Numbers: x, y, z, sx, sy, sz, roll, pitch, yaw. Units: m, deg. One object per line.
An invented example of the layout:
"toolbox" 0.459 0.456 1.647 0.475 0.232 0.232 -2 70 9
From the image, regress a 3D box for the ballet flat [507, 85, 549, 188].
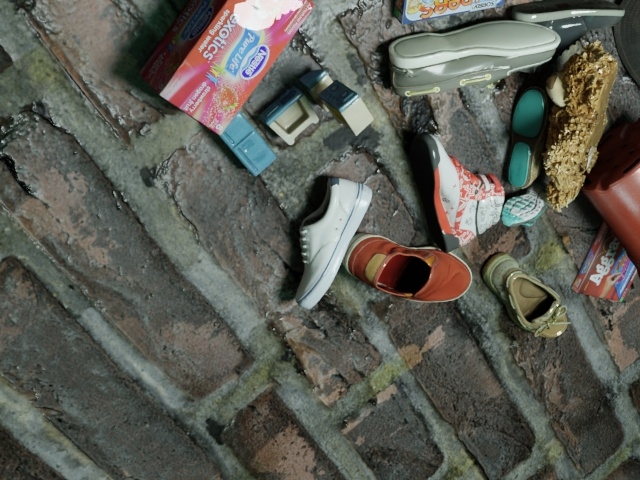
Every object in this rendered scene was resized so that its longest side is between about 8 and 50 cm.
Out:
"ballet flat" 0.406 -0.203 1.909 0.067 0.073 0.206 -23 131 -46

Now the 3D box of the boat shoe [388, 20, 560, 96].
"boat shoe" 0.268 -0.316 1.733 0.305 0.109 0.091 -9 130 -7

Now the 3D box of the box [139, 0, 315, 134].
"box" -0.146 -0.312 1.531 0.128 0.122 0.257 33 98 -36

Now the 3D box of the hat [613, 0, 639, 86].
"hat" 0.733 -0.404 1.891 0.134 0.331 0.331 -58 140 -45

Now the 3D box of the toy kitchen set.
"toy kitchen set" -0.049 -0.195 1.613 0.207 0.166 0.122 -42 126 -2

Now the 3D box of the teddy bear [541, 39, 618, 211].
"teddy bear" 0.465 -0.209 1.846 0.245 0.113 0.338 -62 159 -17

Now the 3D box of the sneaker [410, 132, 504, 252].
"sneaker" 0.262 -0.113 1.861 0.145 0.090 0.270 -27 128 -13

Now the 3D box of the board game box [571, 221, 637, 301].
"board game box" 0.663 -0.003 2.154 0.145 0.027 0.281 11 110 -29

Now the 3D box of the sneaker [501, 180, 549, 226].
"sneaker" 0.408 -0.054 1.954 0.166 0.065 0.076 -30 142 -42

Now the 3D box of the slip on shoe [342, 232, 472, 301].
"slip on shoe" 0.183 0.067 1.893 0.331 0.101 0.123 17 106 -44

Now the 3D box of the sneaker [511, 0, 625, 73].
"sneaker" 0.450 -0.381 1.827 0.222 0.083 0.118 -7 123 -12

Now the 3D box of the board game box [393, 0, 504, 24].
"board game box" 0.227 -0.448 1.673 0.201 0.035 0.136 -15 139 -17

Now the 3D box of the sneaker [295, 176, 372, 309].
"sneaker" 0.000 0.000 1.800 0.091 0.094 0.258 22 102 -12

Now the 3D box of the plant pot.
"plant pot" 0.667 -0.086 1.961 0.265 0.272 0.272 43 92 -17

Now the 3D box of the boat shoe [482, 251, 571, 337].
"boat shoe" 0.443 0.134 2.076 0.285 0.089 0.104 37 95 -36
